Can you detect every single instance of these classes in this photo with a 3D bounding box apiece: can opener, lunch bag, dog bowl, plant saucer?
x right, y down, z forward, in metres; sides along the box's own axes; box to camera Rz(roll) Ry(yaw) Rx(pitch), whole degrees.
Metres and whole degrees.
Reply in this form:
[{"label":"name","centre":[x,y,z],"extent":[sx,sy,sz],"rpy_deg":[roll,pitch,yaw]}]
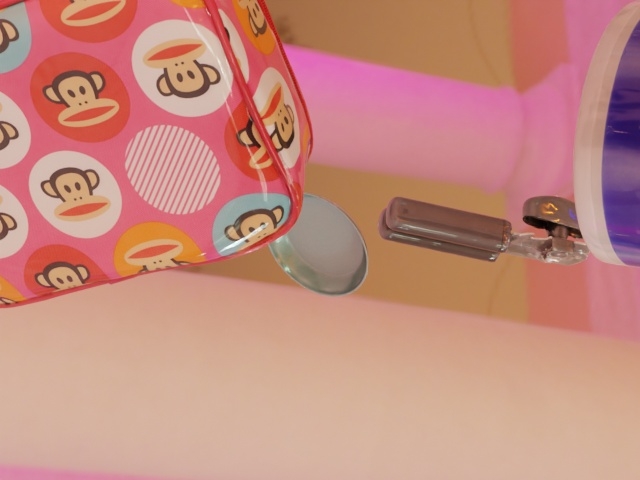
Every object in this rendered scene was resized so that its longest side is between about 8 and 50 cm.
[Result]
[{"label":"can opener","centre":[0.220,-0.024,1.684],"extent":[0.076,0.284,0.095],"rpy_deg":[124,-23,-66]},{"label":"lunch bag","centre":[-0.171,-0.095,0.838],"extent":[0.120,0.293,0.258],"rpy_deg":[-80,153,-51]},{"label":"dog bowl","centre":[0.349,-0.101,1.269],"extent":[0.104,0.265,0.264],"rpy_deg":[10,-88,32]},{"label":"plant saucer","centre":[0.000,0.000,1.268],"extent":[0.021,0.119,0.119],"rpy_deg":[-45,166,-44]}]
